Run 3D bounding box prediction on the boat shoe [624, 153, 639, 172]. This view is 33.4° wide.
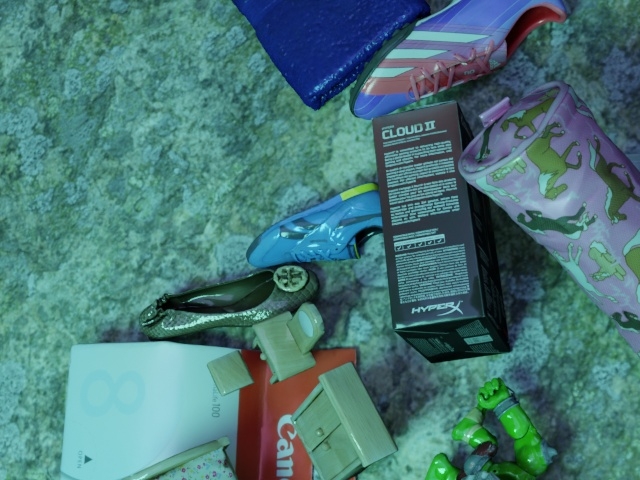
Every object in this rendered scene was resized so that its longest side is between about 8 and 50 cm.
[{"bbox_3d":[0.428,-0.070,1.305,0.258,0.084,0.095,2,75,18],"label":"boat shoe"}]

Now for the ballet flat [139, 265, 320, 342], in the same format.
[{"bbox_3d":[-0.125,0.078,1.429,0.249,0.058,0.084,-14,36,7],"label":"ballet flat"}]

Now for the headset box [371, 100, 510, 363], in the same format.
[{"bbox_3d":[0.148,-0.016,1.305,0.110,0.218,0.293,-10,72,15],"label":"headset box"}]

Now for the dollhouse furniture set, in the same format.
[{"bbox_3d":[-0.116,0.263,1.219,0.355,0.174,0.303,-21,73,-23],"label":"dollhouse furniture set"}]

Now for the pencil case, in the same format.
[{"bbox_3d":[0.327,-0.005,1.185,0.386,0.167,0.160,44,66,-14],"label":"pencil case"}]

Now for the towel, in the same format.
[{"bbox_3d":[-0.002,-0.362,1.545,0.227,0.076,0.308,-38,67,11],"label":"towel"}]

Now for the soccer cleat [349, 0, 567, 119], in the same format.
[{"bbox_3d":[0.181,-0.253,1.433,0.318,0.108,0.116,-38,70,1],"label":"soccer cleat"}]

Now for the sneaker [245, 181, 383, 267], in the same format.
[{"bbox_3d":[0.000,0.000,1.429,0.209,0.069,0.082,-25,71,9],"label":"sneaker"}]

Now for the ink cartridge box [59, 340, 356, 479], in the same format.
[{"bbox_3d":[-0.150,0.286,1.376,0.385,0.091,0.308,-4,73,18],"label":"ink cartridge box"}]

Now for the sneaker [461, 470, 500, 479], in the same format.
[{"bbox_3d":[0.129,0.373,1.219,0.281,0.115,0.105,-37,20,35],"label":"sneaker"}]

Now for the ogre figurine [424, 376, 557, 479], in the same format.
[{"bbox_3d":[0.197,0.276,1.266,0.118,0.097,0.197,35,81,31],"label":"ogre figurine"}]
